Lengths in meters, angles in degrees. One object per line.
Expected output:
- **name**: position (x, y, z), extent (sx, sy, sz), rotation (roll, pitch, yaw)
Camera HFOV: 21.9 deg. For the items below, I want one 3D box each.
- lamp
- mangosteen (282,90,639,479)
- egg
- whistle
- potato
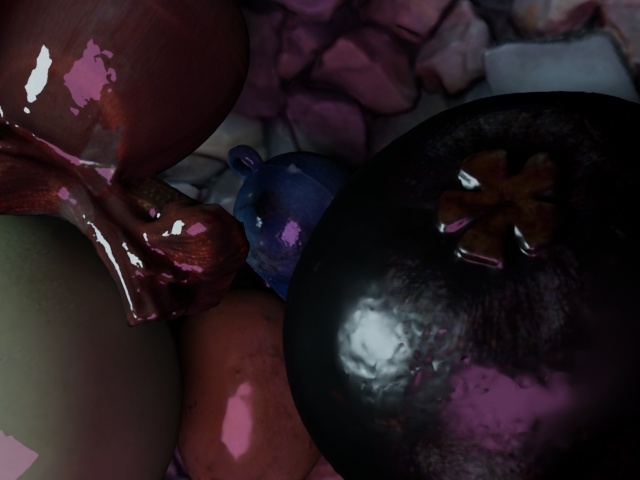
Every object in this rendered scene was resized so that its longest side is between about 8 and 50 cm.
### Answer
- **lamp**: position (-0.112, -0.085, 0.959), extent (0.215, 0.151, 0.223), rotation (26, 95, 4)
- **mangosteen**: position (0.122, 0.063, 0.939), extent (0.275, 0.275, 0.302), rotation (-3, 143, 15)
- **egg**: position (-0.200, 0.087, 1.018), extent (0.269, 0.219, 0.219), rotation (16, 122, 44)
- **whistle**: position (0.000, 0.000, 1.017), extent (0.158, 0.090, 0.090), rotation (45, 116, -8)
- **potato**: position (-0.044, 0.102, 1.066), extent (0.112, 0.112, 0.147), rotation (-1, 107, 14)
